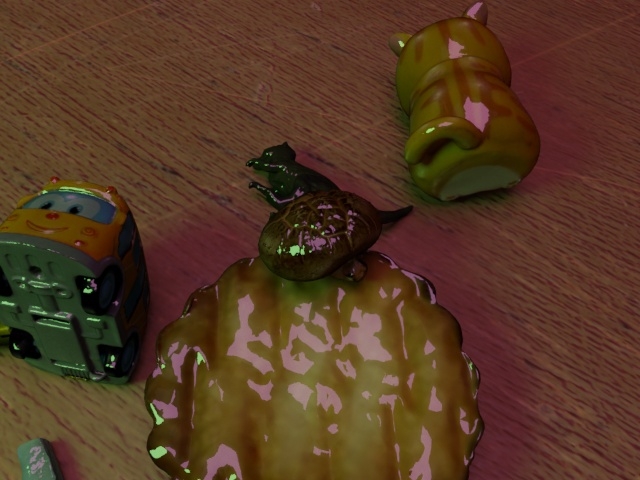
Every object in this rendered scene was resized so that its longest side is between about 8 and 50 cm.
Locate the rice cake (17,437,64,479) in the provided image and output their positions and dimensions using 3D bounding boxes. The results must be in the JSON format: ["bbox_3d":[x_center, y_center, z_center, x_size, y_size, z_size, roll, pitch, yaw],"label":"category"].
[{"bbox_3d":[-0.249,0.269,0.580,0.042,0.030,0.180,-24,60,-13],"label":"rice cake"}]

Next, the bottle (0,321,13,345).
[{"bbox_3d":[-0.462,0.084,0.660,0.286,0.082,0.082,-5,57,-7],"label":"bottle"}]

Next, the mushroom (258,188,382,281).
[{"bbox_3d":[0.000,-0.006,0.625,0.109,0.085,0.126,38,53,20],"label":"mushroom"}]

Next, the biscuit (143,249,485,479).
[{"bbox_3d":[-0.006,0.150,0.627,0.326,0.107,0.325,1,59,-2],"label":"biscuit"}]

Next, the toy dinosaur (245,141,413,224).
[{"bbox_3d":[0.004,-0.083,0.790,0.179,0.087,0.187,-26,63,-17],"label":"toy dinosaur"}]

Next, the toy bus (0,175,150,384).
[{"bbox_3d":[-0.242,0.039,0.632,0.126,0.209,0.136,10,47,5],"label":"toy bus"}]

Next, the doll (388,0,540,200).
[{"bbox_3d":[0.180,-0.175,0.819,0.167,0.162,0.269,-11,47,8],"label":"doll"}]
